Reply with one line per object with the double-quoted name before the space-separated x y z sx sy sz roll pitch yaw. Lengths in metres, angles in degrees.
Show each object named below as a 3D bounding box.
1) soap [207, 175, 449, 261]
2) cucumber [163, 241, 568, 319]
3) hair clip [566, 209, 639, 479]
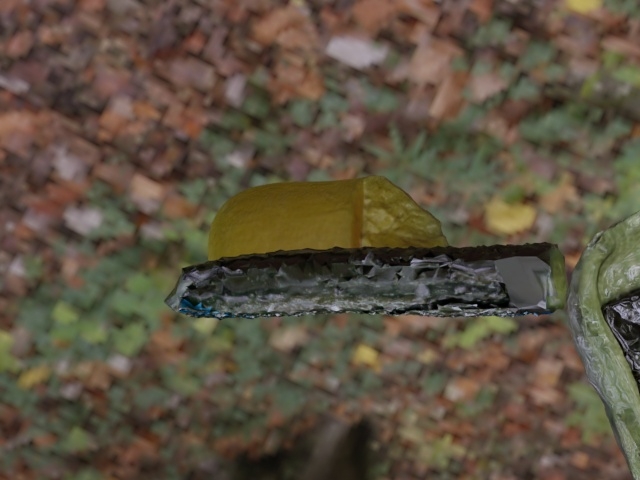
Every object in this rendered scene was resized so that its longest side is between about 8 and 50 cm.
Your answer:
"soap" 0.000 0.000 1.230 0.168 0.089 0.033 -11 169 27
"cucumber" 0.022 0.024 1.118 0.257 0.044 0.043 -3 107 27
"hair clip" 0.204 0.134 0.758 0.091 0.321 0.138 -3 163 -40
